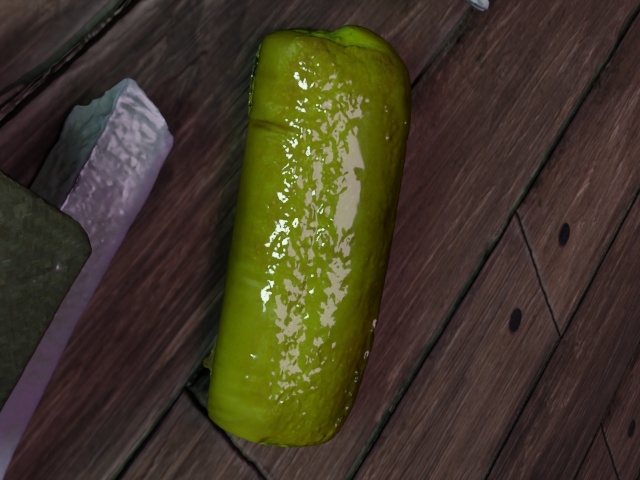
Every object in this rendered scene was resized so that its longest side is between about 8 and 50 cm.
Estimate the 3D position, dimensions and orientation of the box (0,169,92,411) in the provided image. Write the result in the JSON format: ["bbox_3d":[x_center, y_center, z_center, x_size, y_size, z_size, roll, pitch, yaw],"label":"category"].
[{"bbox_3d":[-0.280,0.005,0.428,0.273,0.143,0.184,42,67,-46],"label":"box"}]

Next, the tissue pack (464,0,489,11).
[{"bbox_3d":[0.103,-0.302,0.801,0.209,0.148,0.156,6,93,-51],"label":"tissue pack"}]

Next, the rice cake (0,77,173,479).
[{"bbox_3d":[-0.204,0.057,0.599,0.072,0.056,0.365,35,73,-43],"label":"rice cake"}]

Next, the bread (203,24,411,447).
[{"bbox_3d":[0.000,0.000,0.786,0.166,0.112,0.384,4,97,-51],"label":"bread"}]
